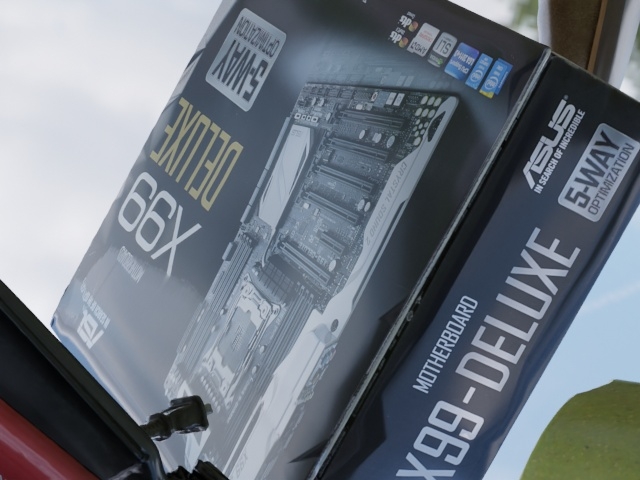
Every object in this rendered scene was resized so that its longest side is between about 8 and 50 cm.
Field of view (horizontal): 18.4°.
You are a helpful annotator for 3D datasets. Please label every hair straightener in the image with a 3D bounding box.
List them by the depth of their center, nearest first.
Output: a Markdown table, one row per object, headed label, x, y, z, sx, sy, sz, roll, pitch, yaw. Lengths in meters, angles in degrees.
| label | x | y | z | sx | sy | sz | roll | pitch | yaw |
| --- | --- | --- | --- | --- | --- | --- | --- | --- | --- |
| hair straightener | -0.044 | 0.084 | 0.668 | 0.230 | 0.047 | 0.089 | 39 | -138 | -9 |

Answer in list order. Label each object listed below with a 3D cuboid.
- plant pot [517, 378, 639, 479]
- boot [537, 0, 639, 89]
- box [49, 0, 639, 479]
| label | x | y | z | sx | sy | sz | roll | pitch | yaw |
| --- | --- | --- | --- | --- | --- | --- | --- | --- | --- |
| plant pot | 0.258 | 0.199 | 1.183 | 0.254 | 0.276 | 0.276 | 16 | -165 | 35 |
| boot | 0.118 | -0.189 | 1.000 | 0.115 | 0.305 | 0.112 | 5 | -176 | 7 |
| box | 0.000 | 0.000 | 0.886 | 0.076 | 0.242 | 0.307 | 26 | -172 | -28 |
